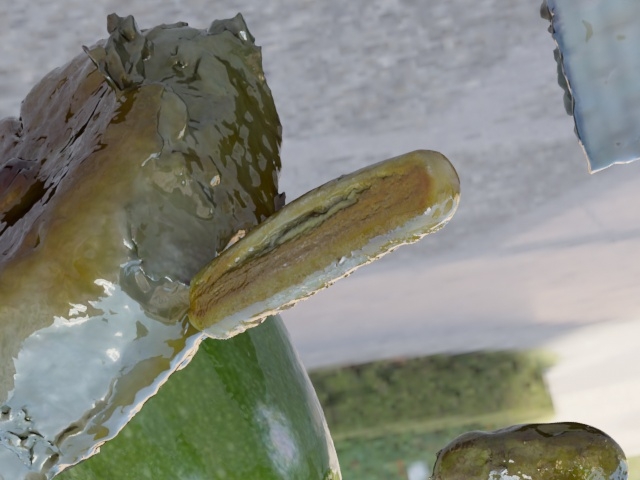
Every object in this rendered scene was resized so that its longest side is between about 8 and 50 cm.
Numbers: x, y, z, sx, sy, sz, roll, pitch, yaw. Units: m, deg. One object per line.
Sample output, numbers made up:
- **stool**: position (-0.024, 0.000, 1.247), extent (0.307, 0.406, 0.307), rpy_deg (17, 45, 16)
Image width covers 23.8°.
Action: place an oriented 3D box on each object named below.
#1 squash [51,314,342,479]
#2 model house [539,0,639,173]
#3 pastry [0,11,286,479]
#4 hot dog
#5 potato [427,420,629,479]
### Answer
- **squash**: position (-0.097, 0.213, 1.341), extent (0.310, 0.309, 0.310), rpy_deg (-34, 164, -11)
- **model house**: position (0.344, -0.326, 1.220), extent (0.400, 0.445, 0.395), rpy_deg (-11, 127, 8)
- **pastry**: position (-0.130, -0.001, 0.750), extent (0.235, 0.257, 0.121), rpy_deg (-31, 123, 31)
- **hot dog**: position (0.000, 0.000, 0.583), extent (0.028, 0.044, 0.137), rpy_deg (20, 142, -38)
- **potato**: position (0.095, 0.105, 0.696), extent (0.092, 0.045, 0.046), rpy_deg (0, 173, 5)
